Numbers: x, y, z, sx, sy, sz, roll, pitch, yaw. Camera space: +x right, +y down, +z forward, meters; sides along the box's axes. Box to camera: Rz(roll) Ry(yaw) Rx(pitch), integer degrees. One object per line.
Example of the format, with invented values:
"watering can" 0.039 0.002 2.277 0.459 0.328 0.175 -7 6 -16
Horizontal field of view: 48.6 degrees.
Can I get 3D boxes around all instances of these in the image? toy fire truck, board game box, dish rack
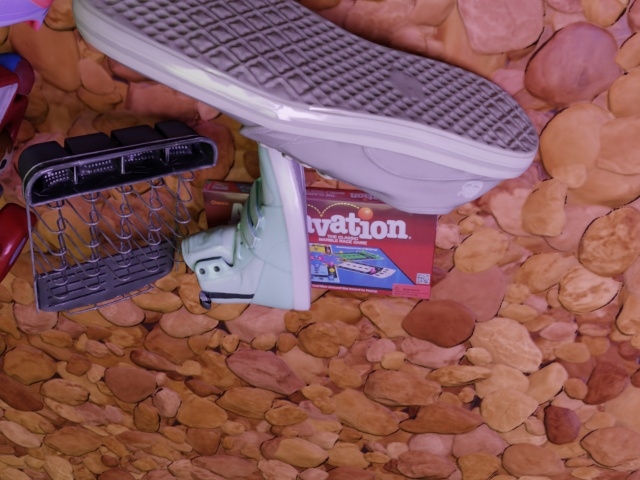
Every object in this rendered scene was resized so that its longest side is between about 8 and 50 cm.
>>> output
"toy fire truck" -0.379 -0.074 0.742 0.169 0.302 0.254 30 102 -14
"board game box" 0.000 0.000 0.879 0.281 0.027 0.145 5 128 8
"dish rack" -0.237 -0.011 0.821 0.208 0.074 0.271 -16 139 -32

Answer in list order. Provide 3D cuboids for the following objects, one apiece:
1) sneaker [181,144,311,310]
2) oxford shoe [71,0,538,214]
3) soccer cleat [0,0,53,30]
"sneaker" -0.089 -0.014 0.799 0.151 0.094 0.256 -1 130 1
"oxford shoe" -0.005 -0.123 0.659 0.449 0.169 0.130 15 139 -23
"soccer cleat" -0.354 -0.222 0.644 0.083 0.248 0.095 42 131 18
